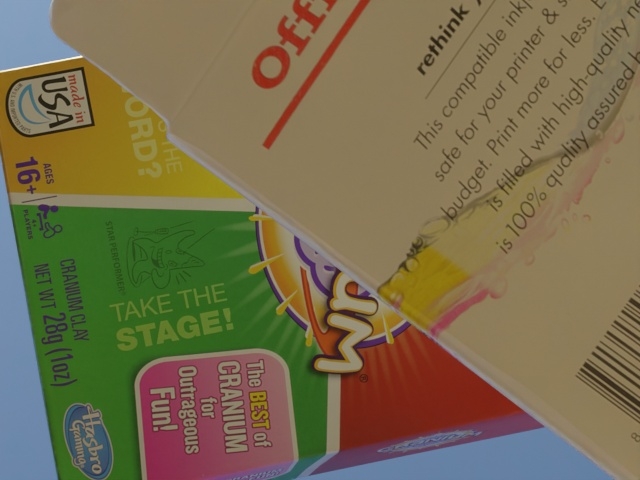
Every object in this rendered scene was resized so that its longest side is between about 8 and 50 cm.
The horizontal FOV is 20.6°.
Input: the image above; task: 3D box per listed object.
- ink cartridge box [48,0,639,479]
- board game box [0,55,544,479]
[{"bbox_3d":[0.053,-0.031,0.359,0.198,0.067,0.115,38,-85,22],"label":"ink cartridge box"},{"bbox_3d":[0.000,0.000,0.941,0.316,0.064,0.242,-12,-106,-5],"label":"board game box"}]
